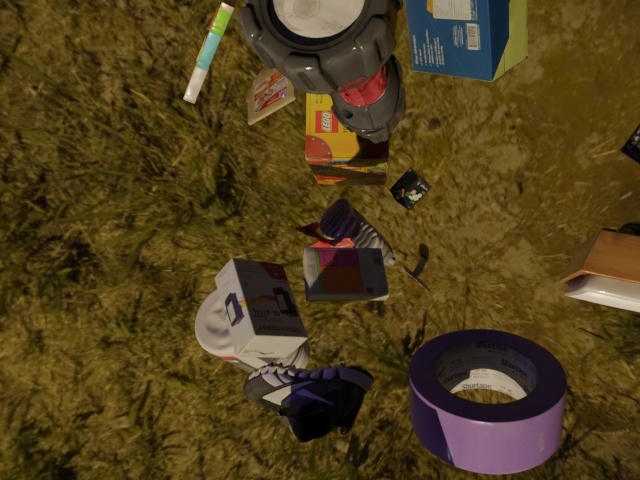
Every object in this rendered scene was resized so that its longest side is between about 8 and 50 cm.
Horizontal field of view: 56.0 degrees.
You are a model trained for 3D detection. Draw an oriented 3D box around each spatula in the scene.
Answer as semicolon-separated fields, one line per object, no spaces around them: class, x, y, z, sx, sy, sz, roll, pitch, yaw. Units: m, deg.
spatula;0.250;0.058;1.498;0.084;0.296;0.030;42;114;-1

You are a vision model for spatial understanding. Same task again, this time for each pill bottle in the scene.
pill bottle;-0.149;0.238;1.479;0.177;0.318;0.176;-12;59;21

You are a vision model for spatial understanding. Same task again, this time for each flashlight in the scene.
flashlight;0.027;-0.143;0.504;0.103;0.304;0.103;36;95;12

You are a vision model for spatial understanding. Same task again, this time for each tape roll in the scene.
tape roll;0.208;0.196;0.762;0.189;0.189;0.080;1;116;13

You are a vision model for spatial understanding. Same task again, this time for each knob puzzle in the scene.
knob puzzle;-0.131;-0.430;1.688;0.213;0.030;0.213;-20;56;34

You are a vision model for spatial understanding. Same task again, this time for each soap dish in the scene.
soap dish;0.579;0.065;1.105;0.229;0.291;0.118;12;86;16

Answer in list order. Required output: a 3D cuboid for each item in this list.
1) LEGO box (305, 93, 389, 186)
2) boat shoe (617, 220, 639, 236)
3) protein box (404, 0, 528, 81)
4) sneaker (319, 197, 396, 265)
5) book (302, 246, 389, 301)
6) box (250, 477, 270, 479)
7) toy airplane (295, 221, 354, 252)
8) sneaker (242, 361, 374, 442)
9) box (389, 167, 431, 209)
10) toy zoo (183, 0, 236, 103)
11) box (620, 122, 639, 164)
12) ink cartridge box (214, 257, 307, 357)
LEGO box;0.077;-0.411;1.550;0.193;0.372;0.499;0;85;5
boat shoe;0.761;0.074;1.327;0.113;0.127;0.340;-26;43;-8
protein box;0.296;-0.452;1.229;0.136;0.199;0.201;-36;39;-29
sneaker;0.087;-0.010;1.497;0.105;0.115;0.281;-47;34;6
book;0.044;0.057;1.059;0.144;0.035;0.096;2;61;-15
box;0.023;0.323;0.695;0.232;0.087;0.058;-10;50;34
toy airplane;0.000;0.000;1.397;0.151;0.151;0.028;2;61;13
sneaker;-0.035;0.238;0.877;0.234;0.078;0.106;-11;47;37
box;0.230;-0.133;1.549;0.083;0.052;0.062;-47;36;19
toy zoo;-0.258;-0.448;1.399;0.030;0.192;0.293;21;128;-18
box;0.703;-0.221;1.129;0.056;0.183;0.231;15;117;-22
ink cartridge box;-0.114;0.129;1.154;0.072;0.128;0.175;-46;51;33
